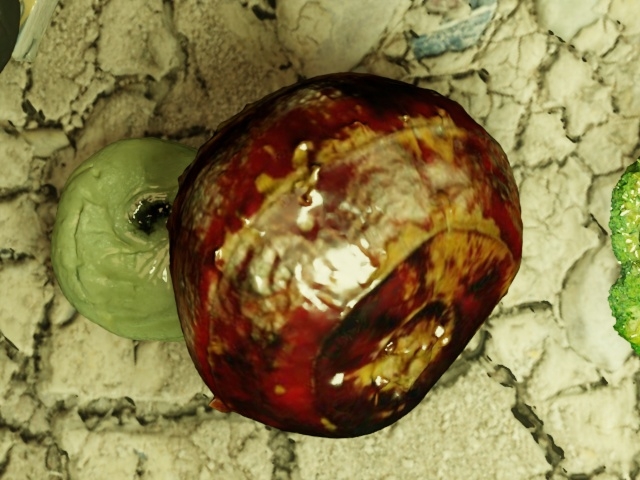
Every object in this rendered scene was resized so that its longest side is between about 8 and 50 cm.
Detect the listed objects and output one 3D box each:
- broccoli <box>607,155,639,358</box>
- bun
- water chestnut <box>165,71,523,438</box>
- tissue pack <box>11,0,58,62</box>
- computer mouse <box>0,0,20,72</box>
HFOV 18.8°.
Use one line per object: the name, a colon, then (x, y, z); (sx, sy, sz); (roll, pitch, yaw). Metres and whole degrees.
broccoli: (0.375, -0.006, 1.627); (0.254, 0.269, 0.269); (-1, 90, -7)
bun: (-0.169, 0.000, 1.894); (0.221, 0.108, 0.221); (0, 89, 19)
water chestnut: (0.000, 0.000, 1.732); (0.302, 0.350, 0.350); (40, 104, 40)
tissue pack: (-0.339, -0.263, 1.977); (0.148, 0.060, 0.109); (31, 104, 17)
computer mouse: (-0.381, -0.276, 1.918); (0.147, 0.088, 0.264); (-8, 89, 20)
